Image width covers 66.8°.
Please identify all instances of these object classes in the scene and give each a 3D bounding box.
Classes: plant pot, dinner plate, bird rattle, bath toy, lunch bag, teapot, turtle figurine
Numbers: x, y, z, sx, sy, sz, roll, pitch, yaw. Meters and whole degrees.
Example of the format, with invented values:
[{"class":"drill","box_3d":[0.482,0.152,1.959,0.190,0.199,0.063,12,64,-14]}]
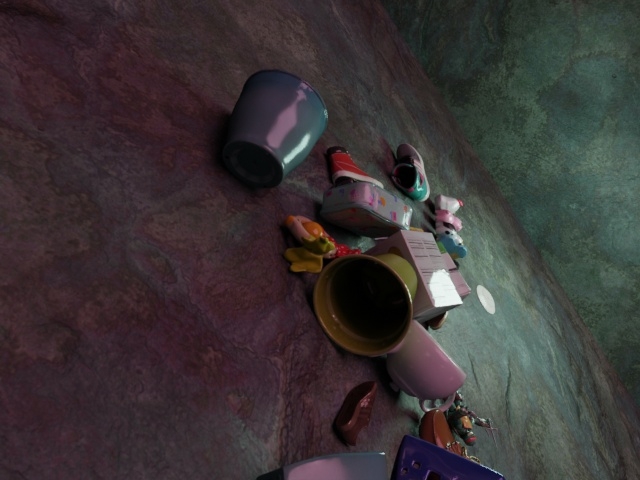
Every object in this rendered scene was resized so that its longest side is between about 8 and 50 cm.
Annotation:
[{"class":"plant pot","box_3d":[0.247,0.611,1.059,0.236,0.235,0.212,18,39,18]},{"class":"dinner plate","box_3d":[0.755,0.264,2.199,0.141,0.017,0.141,31,42,-33]},{"class":"bird rattle","box_3d":[0.000,0.000,1.418,0.207,0.143,0.254,51,28,22]},{"class":"bath toy","box_3d":[0.578,-0.069,2.163,0.348,0.129,0.151,-80,160,-45]},{"class":"plant pot","box_3d":[0.000,0.519,0.961,0.234,0.165,0.165,18,49,-32]},{"class":"plant pot","box_3d":[0.156,0.148,1.373,0.276,0.276,0.254,59,27,4]},{"class":"lunch bag","box_3d":[0.149,-0.087,1.583,0.279,0.224,0.107,24,67,-39]},{"class":"teapot","box_3d":[0.281,0.371,1.404,0.256,0.187,0.252,47,4,26]},{"class":"turtle figurine","box_3d":[0.446,0.544,1.510,0.175,0.118,0.234,39,20,-47]},{"class":"plant pot","box_3d":[-0.147,-0.296,1.380,0.272,0.272,0.255,39,53,-23]}]

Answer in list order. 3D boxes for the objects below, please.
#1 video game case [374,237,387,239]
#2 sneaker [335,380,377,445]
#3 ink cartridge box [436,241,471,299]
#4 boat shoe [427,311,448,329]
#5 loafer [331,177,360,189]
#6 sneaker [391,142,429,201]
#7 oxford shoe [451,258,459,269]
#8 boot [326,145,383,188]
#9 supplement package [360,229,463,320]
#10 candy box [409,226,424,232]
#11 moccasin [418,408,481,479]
[{"class":"video game case","box_3d":[0.224,-0.066,1.776,0.087,0.011,0.122,-3,98,-52]},{"class":"sneaker","box_3d":[0.098,0.438,1.239,0.188,0.066,0.071,-38,110,-50]},{"class":"ink cartridge box","box_3d":[0.412,0.135,1.703,0.087,0.153,0.208,-15,62,-23]},{"class":"boat shoe","box_3d":[0.441,0.272,1.776,0.190,0.068,0.072,-50,132,-47]},{"class":"loafer","box_3d":[0.171,-0.148,1.762,0.303,0.095,0.109,17,50,-42]},{"class":"sneaker","box_3d":[0.374,-0.321,2.136,0.178,0.124,0.295,19,49,-54]},{"class":"oxford shoe","box_3d":[0.470,0.138,1.898,0.083,0.096,0.227,32,41,26]},{"class":"boot","box_3d":[0.131,-0.268,1.826,0.244,0.088,0.176,16,49,-38]},{"class":"supplement package","box_3d":[0.289,0.129,1.585,0.198,0.199,0.262,4,60,-48]},{"class":"candy box","box_3d":[0.344,-0.004,1.849,0.187,0.053,0.109,10,34,-40]},{"class":"moccasin","box_3d":[0.379,0.648,1.314,0.139,0.147,0.379,14,52,-45]}]
